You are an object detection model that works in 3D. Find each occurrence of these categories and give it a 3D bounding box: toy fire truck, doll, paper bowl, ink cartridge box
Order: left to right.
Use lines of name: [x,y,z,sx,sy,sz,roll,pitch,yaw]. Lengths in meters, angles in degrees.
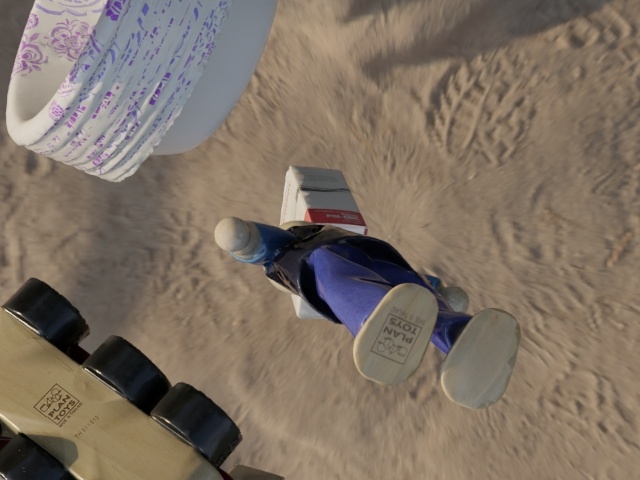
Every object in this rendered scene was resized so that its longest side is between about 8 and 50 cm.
toy fire truck: [-0.134,0.154,0.941,0.217,0.246,0.158,30,66,26]
paper bowl: [-0.139,-0.186,1.105,0.148,0.284,0.284,23,91,-24]
ink cartridge box: [0.000,0.000,1.256,0.056,0.135,0.099,3,116,-12]
doll: [0.012,0.019,0.581,0.129,0.189,0.046,18,95,-20]
